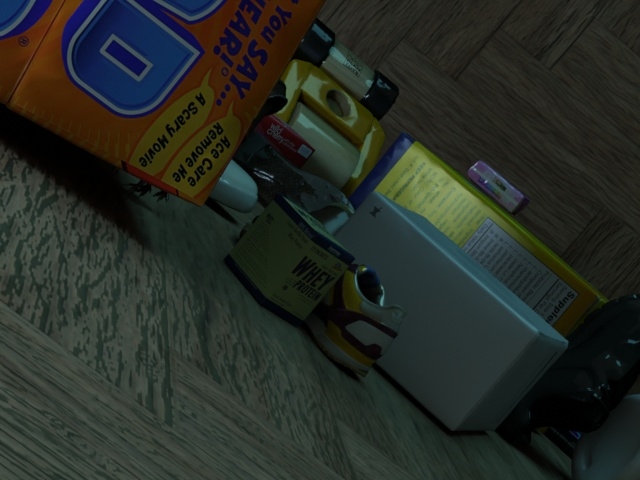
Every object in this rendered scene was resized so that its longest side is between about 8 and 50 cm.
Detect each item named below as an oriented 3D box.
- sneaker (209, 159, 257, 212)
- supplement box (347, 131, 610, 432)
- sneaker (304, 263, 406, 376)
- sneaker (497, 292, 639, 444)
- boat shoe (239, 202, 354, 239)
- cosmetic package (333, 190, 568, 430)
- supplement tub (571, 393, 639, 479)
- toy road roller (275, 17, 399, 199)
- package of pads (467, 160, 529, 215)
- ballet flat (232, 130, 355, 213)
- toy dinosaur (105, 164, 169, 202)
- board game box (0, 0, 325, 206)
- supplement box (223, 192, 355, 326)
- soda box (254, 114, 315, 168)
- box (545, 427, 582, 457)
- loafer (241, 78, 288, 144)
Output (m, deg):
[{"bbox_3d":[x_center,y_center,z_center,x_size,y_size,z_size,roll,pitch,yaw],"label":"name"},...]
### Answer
[{"bbox_3d":[-0.163,-0.153,1.765,0.290,0.123,0.106,41,4,-3],"label":"sneaker"},{"bbox_3d":[0.200,0.056,2.107,0.356,0.194,0.195,43,7,27],"label":"supplement box"},{"bbox_3d":[0.015,0.049,1.525,0.069,0.084,0.185,34,9,-46],"label":"sneaker"},{"bbox_3d":[0.319,0.160,1.888,0.130,0.286,0.109,-121,-169,-46],"label":"sneaker"},{"bbox_3d":[-0.006,-0.005,1.750,0.095,0.095,0.257,42,6,17],"label":"boat shoe"},{"bbox_3d":[0.121,0.080,1.695,0.224,0.138,0.225,42,5,17],"label":"cosmetic package"},{"bbox_3d":[0.410,0.289,1.907,0.200,0.144,0.144,38,6,-21],"label":"supplement tub"},{"bbox_3d":[-0.034,-0.182,2.672,0.202,0.240,0.329,38,43,-18],"label":"toy road roller"},{"bbox_3d":[0.236,-0.069,2.142,0.083,0.032,0.050,41,7,16],"label":"package of pads"},{"bbox_3d":[-0.041,-0.058,2.111,0.250,0.084,0.058,39,-30,23],"label":"ballet flat"},{"bbox_3d":[-0.161,-0.071,1.441,0.047,0.090,0.082,26,-34,29],"label":"toy dinosaur"},{"bbox_3d":[-0.187,-0.303,1.364,0.356,0.356,0.356,28,10,-20],"label":"board game box"},{"bbox_3d":[-0.029,0.017,1.489,0.056,0.083,0.083,34,8,-42],"label":"supplement box"},{"bbox_3d":[-0.124,-0.170,2.326,0.092,0.083,0.263,44,7,37],"label":"soda box"},{"bbox_3d":[0.344,0.272,2.185,0.162,0.029,0.116,44,7,22],"label":"box"},{"bbox_3d":[-0.118,-0.156,2.087,0.220,0.080,0.078,-22,78,-46],"label":"loafer"}]
